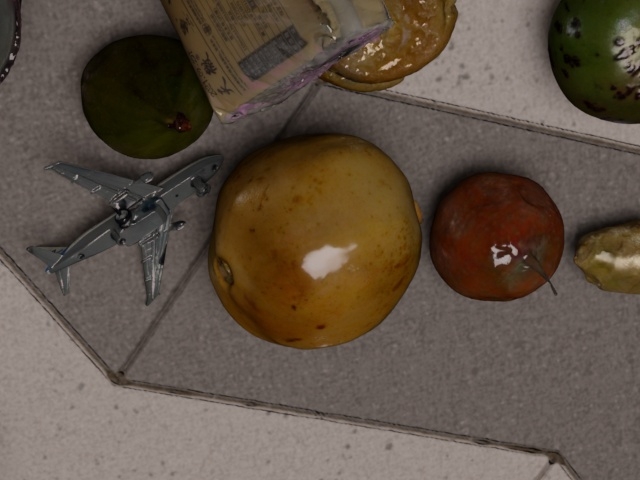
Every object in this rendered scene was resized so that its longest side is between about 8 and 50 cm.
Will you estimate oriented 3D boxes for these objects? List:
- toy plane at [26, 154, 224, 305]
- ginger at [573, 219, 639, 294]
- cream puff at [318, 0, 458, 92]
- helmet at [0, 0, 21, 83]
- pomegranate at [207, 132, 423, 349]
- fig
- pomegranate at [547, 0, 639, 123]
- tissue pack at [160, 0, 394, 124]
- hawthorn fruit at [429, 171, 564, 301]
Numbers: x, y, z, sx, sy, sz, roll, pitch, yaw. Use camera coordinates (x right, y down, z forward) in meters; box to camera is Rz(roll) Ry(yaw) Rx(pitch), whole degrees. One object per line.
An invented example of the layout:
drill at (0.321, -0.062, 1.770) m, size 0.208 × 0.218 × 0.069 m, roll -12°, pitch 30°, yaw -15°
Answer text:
toy plane at (-0.196, -0.023, 1.751) m, size 0.226 × 0.058 × 0.226 m, roll -27°, pitch 133°, yaw 5°
ginger at (0.514, -0.014, 1.894) m, size 0.348 × 0.122 × 0.363 m, roll 37°, pitch 93°, yaw -23°
cream puff at (0.041, -0.240, 1.693) m, size 0.189 × 0.129 × 0.189 m, roll -5°, pitch 122°, yaw -8°
helmet at (-0.433, -0.247, 1.556) m, size 0.338 × 0.197 × 0.271 m, roll 13°, pitch 115°, yaw -7°
pomegranate at (-0.007, 0.001, 1.725) m, size 0.233 × 0.233 × 0.233 m, roll -4°, pitch 110°, yaw -10°
fig at (-0.167, -0.122, 1.668) m, size 0.133 × 0.185 × 0.126 m, roll 6°, pitch 129°, yaw -19°
pomegranate at (0.343, -0.201, 1.736) m, size 0.179 × 0.210 × 0.179 m, roll -20°, pitch 116°, yaw -49°
tissue pack at (-0.072, -0.262, 1.576) m, size 0.123 × 0.215 × 0.256 m, roll -22°, pitch 86°, yaw -39°
hawthorn fruit at (0.196, -0.008, 1.790) m, size 0.149 × 0.189 × 0.149 m, roll 3°, pitch 80°, yaw -18°
